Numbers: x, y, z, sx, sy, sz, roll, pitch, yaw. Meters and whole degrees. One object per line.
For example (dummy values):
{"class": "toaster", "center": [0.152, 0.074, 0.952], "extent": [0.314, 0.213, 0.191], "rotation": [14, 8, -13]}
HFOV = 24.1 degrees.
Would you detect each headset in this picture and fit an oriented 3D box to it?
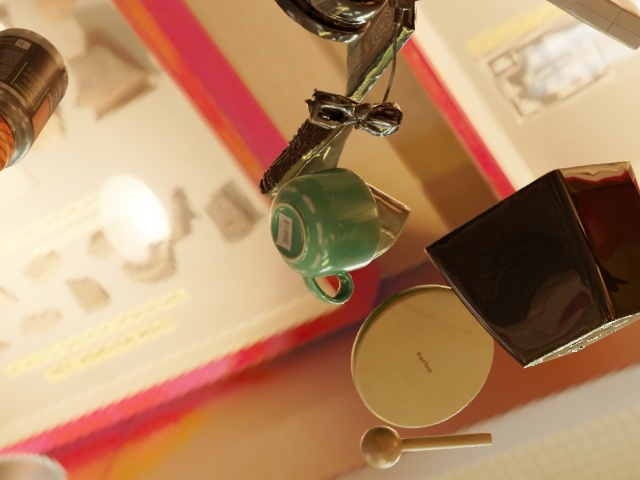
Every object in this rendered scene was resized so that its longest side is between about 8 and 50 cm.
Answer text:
{"class": "headset", "center": [0.028, -0.305, 1.653], "extent": [0.185, 0.394, 0.243], "rotation": [2, 163, -39]}

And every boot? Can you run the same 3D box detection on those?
{"class": "boot", "center": [0.045, -0.077, 2.017], "extent": [0.189, 0.208, 0.076], "rotation": [-45, -150, 24]}

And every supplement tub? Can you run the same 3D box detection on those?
{"class": "supplement tub", "center": [-0.377, -0.160, 1.763], "extent": [0.117, 0.117, 0.190], "rotation": [-24, -155, 25]}

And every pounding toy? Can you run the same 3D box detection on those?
{"class": "pounding toy", "center": [0.112, 0.150, 1.861], "extent": [0.182, 0.237, 0.110], "rotation": [-12, -156, -15]}

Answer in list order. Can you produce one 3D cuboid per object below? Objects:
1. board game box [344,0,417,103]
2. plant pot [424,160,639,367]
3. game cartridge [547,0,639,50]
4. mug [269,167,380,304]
{"class": "board game box", "center": [0.093, -0.314, 2.335], "extent": [0.186, 0.026, 0.126], "rotation": [-49, -152, 45]}
{"class": "plant pot", "center": [0.262, 0.033, 1.640], "extent": [0.187, 0.167, 0.188], "rotation": [-33, 167, 35]}
{"class": "game cartridge", "center": [0.370, -0.401, 2.314], "extent": [0.062, 0.297, 0.198], "rotation": [-58, -172, 16]}
{"class": "mug", "center": [0.002, -0.007, 1.860], "extent": [0.097, 0.158, 0.129], "rotation": [-13, 162, -36]}
